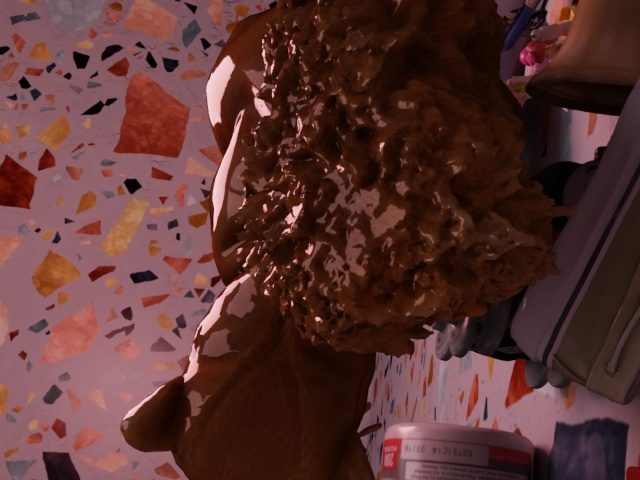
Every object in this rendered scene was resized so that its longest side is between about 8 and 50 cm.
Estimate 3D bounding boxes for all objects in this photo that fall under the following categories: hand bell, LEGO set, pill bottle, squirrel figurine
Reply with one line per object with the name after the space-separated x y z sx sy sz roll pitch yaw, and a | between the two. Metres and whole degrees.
0.236 -0.222 0.675 0.126 0.126 0.242 -174 93 -88 | hand bell
0.205 -0.196 0.805 0.287 0.107 0.132 71 -172 -62 | LEGO set
0.134 0.341 0.931 0.161 0.161 0.283 103 174 -72 | pill bottle
0.000 0.000 0.647 0.397 0.281 0.371 117 176 -68 | squirrel figurine

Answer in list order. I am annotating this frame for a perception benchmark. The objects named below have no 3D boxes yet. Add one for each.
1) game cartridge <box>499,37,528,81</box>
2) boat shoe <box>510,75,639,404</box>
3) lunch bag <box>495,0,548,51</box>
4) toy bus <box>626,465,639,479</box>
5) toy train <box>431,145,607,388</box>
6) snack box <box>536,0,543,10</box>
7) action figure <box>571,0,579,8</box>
0.193 -0.111 1.098 0.198 0.062 0.297 75 -148 -51 | game cartridge
0.229 -0.034 0.572 0.109 0.094 0.302 -15 -47 -54 | boat shoe
0.227 -0.368 0.974 0.243 0.114 0.304 114 175 -64 | lunch bag
0.185 0.250 0.594 0.191 0.104 0.202 -89 6 -72 | toy bus
0.196 0.030 0.825 0.334 0.142 0.190 109 177 -80 | toy train
0.267 -0.401 1.293 0.187 0.060 0.322 99 177 -54 | snack box
0.282 -0.298 0.972 0.038 0.030 0.115 142 134 -80 | action figure
